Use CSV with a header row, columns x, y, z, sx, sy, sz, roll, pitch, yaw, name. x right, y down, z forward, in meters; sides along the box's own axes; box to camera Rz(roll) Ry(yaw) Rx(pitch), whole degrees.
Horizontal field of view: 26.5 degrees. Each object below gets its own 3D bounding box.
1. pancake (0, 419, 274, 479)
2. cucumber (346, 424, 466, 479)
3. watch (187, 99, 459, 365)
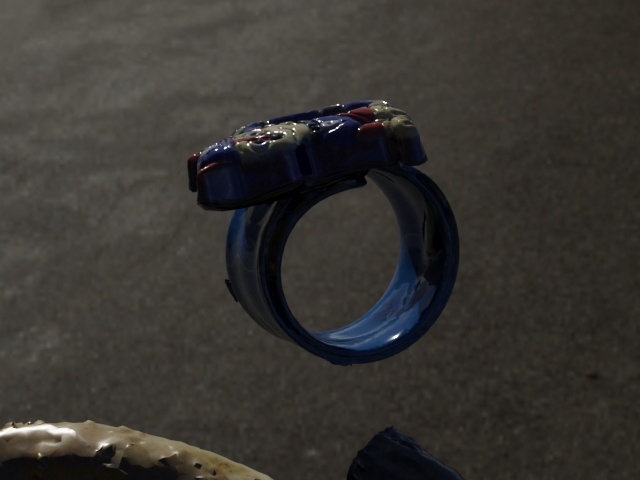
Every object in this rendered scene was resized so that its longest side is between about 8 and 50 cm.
x,y,z,sx,sy,sz,roll,pitch,yaw,name
-0.139,0.266,0.757,0.382,0.071,0.382,3,56,-4,pancake
0.139,0.230,0.841,0.303,0.081,0.072,36,72,22,cucumber
0.005,-0.003,1.061,0.196,0.200,0.171,-16,13,-10,watch
